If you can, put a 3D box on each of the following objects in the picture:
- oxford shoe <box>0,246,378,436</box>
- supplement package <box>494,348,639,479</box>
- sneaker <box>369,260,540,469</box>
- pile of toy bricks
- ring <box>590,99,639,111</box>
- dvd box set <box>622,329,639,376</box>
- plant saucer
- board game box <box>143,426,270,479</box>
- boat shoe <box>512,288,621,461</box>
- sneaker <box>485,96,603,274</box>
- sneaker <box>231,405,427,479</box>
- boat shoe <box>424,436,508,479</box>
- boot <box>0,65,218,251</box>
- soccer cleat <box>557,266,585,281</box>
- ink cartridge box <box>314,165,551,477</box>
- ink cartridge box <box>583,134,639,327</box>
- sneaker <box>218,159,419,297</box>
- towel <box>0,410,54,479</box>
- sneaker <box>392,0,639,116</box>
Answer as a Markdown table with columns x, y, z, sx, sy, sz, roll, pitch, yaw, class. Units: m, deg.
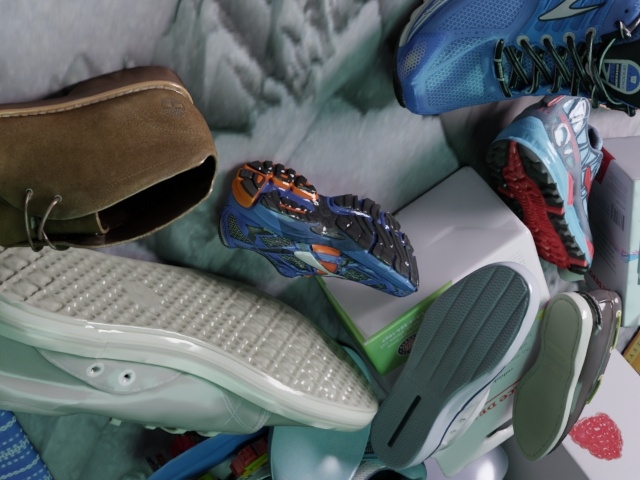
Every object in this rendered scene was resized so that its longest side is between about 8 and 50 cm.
| x | y | z | sx | sy | sz | roll | pitch | yaw | class |
| --- | --- | --- | --- | --- | --- | --- | --- | --- | --- |
| -0.137 | 0.111 | 1.076 | 0.449 | 0.169 | 0.130 | 17 | 116 | -38 | oxford shoe |
| 0.386 | 0.315 | 1.574 | 0.177 | 0.293 | 0.175 | -17 | 139 | -23 | supplement package |
| 0.138 | 0.118 | 1.174 | 0.091 | 0.094 | 0.258 | -12 | 143 | -53 | sneaker |
| -0.114 | 0.317 | 1.327 | 0.212 | 0.118 | 0.105 | -37 | 161 | 3 | pile of toy bricks |
| 0.376 | -0.274 | 1.174 | 0.336 | 0.032 | 0.337 | -20 | 139 | -18 | ring |
| 0.569 | 0.270 | 1.566 | 0.062 | 0.420 | 0.308 | -5 | 132 | -38 | dvd box set |
| -0.009 | 0.210 | 1.327 | 0.195 | 0.037 | 0.195 | -19 | 114 | -51 | plant saucer |
| -0.125 | 0.219 | 1.290 | 0.133 | 0.033 | 0.168 | -35 | 163 | 17 | board game box |
| 0.272 | 0.151 | 1.298 | 0.068 | 0.081 | 0.228 | -10 | 130 | -28 | boat shoe |
| 0.261 | -0.060 | 1.240 | 0.125 | 0.104 | 0.262 | -52 | 150 | -14 | sneaker |
| -0.002 | 0.307 | 1.411 | 0.283 | 0.122 | 0.110 | -30 | 141 | -8 | sneaker |
| 0.130 | 0.342 | 1.589 | 0.258 | 0.095 | 0.084 | -21 | 160 | -14 | boat shoe |
| -0.224 | -0.036 | 0.898 | 0.305 | 0.115 | 0.112 | -23 | 143 | -14 | boot |
| 0.349 | -0.029 | 1.388 | 0.196 | 0.068 | 0.076 | -40 | 113 | 15 | soccer cleat |
| 0.151 | 0.106 | 1.322 | 0.207 | 0.119 | 0.353 | -34 | 141 | -4 | ink cartridge box |
| 0.344 | -0.012 | 1.290 | 0.072 | 0.127 | 0.175 | -6 | 115 | -6 | ink cartridge box |
| 0.000 | 0.000 | 1.117 | 0.221 | 0.083 | 0.087 | 26 | 130 | -22 | sneaker |
| -0.390 | 0.243 | 1.118 | 0.243 | 0.040 | 0.336 | -27 | 141 | -13 | towel |
| 0.222 | -0.180 | 1.031 | 0.329 | 0.147 | 0.130 | -19 | 135 | 3 | sneaker |
